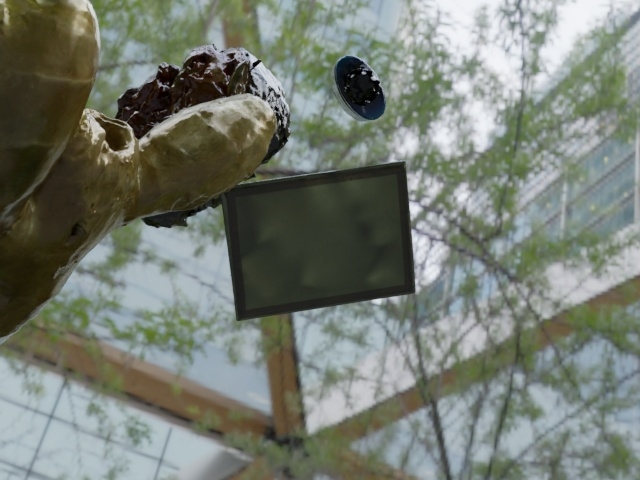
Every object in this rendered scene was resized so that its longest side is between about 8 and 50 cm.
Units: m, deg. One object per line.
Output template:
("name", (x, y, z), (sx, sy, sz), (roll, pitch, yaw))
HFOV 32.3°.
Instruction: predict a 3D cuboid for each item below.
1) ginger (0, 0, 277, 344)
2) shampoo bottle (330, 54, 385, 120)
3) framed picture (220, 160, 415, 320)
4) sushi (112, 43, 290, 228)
("ginger", (-0.225, -0.023, 0.845), (0.348, 0.363, 0.122), (-43, -102, 10))
("shampoo bottle", (0.047, -0.191, 1.393), (0.050, 0.183, 0.087), (-29, -84, 1))
("framed picture", (0.000, 0.000, 1.340), (0.231, 0.010, 0.173), (-7, -76, -11))
("sushi", (-0.190, -0.158, 1.642), (0.343, 0.196, 0.182), (-34, -37, 24))
